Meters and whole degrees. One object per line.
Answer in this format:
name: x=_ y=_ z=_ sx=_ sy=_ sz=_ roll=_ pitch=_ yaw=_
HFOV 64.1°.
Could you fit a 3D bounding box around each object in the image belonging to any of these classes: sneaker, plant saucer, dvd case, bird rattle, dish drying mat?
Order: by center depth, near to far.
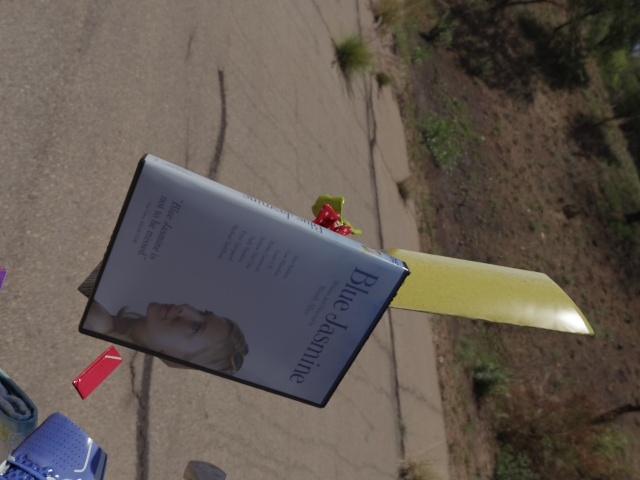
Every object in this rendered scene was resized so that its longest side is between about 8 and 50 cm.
dvd case: x=-0.069 y=0.052 z=0.469 sx=0.253 sy=0.180 sz=0.022 roll=22 pitch=20 yaw=-16
sneaker: x=-0.395 y=0.347 z=0.585 sx=0.315 sy=0.128 sz=0.182 roll=-58 pitch=163 yaw=-32
dish drying mat: x=-0.320 y=0.189 z=0.738 sx=0.032 sy=0.008 sz=0.083 roll=69 pitch=27 yaw=-20
plant saucer: x=0.175 y=0.073 z=0.793 sx=0.333 sy=0.333 sz=0.080 roll=165 pitch=-66 yaw=-77
bird rattle: x=0.000 y=0.000 z=1.237 sx=0.143 sy=0.207 sz=0.253 roll=46 pitch=23 yaw=-8

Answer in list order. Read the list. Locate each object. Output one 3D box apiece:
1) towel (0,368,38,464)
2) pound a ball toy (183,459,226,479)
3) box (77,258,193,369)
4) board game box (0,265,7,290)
towel: x=-0.921 y=0.530 z=1.456 sx=0.090 sy=0.375 sz=0.320 roll=-14 pitch=125 yaw=-50
pound a ball toy: x=-0.304 y=0.517 z=0.833 sx=0.208 sy=0.136 sz=0.319 roll=-71 pitch=167 yaw=17
box: x=-0.307 y=0.088 z=1.148 sx=0.296 sy=0.183 sz=0.294 roll=55 pitch=47 yaw=-31
board game box: x=-0.849 y=0.211 z=1.113 sx=0.208 sy=0.056 sz=0.346 roll=12 pitch=99 yaw=-64
